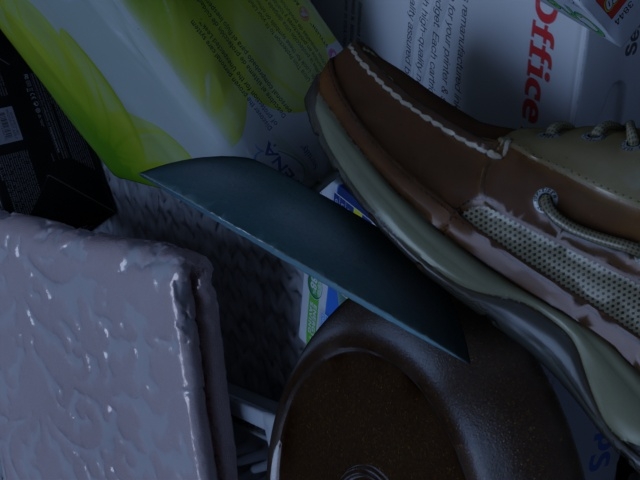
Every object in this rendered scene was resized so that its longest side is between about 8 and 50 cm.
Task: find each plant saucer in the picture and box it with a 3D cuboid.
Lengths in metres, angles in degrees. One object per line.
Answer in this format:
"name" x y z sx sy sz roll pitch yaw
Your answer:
"plant saucer" 0.046 0.173 0.998 0.310 0.050 0.311 11 103 57
"plant saucer" 0.000 0.000 0.868 0.195 0.195 0.037 28 88 50

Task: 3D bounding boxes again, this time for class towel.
"towel" -0.181 0.139 1.433 0.332 0.053 0.317 9 112 48

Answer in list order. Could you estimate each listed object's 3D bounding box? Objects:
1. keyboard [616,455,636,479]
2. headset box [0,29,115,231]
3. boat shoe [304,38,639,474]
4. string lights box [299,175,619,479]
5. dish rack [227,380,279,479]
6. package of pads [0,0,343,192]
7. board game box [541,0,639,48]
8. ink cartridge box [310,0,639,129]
"keyboard" 0.142 0.121 1.090 0.201 0.033 0.317 54 146 40
"headset box" -0.334 -0.074 1.688 0.293 0.110 0.218 -31 78 58
"boat shoe" 0.133 0.005 0.803 0.324 0.122 0.120 44 101 22
"string lights box" 0.084 0.056 1.055 0.259 0.076 0.133 40 132 51
"dish rack" -0.040 0.248 1.405 0.333 0.072 0.286 14 117 55
"package of pads" -0.117 -0.155 0.976 0.229 0.101 0.296 15 147 55
"board game box" 0.098 -0.242 0.852 0.193 0.053 0.305 -51 47 3
"ink cartridge box" 0.091 -0.119 0.970 0.273 0.114 0.198 38 135 43
